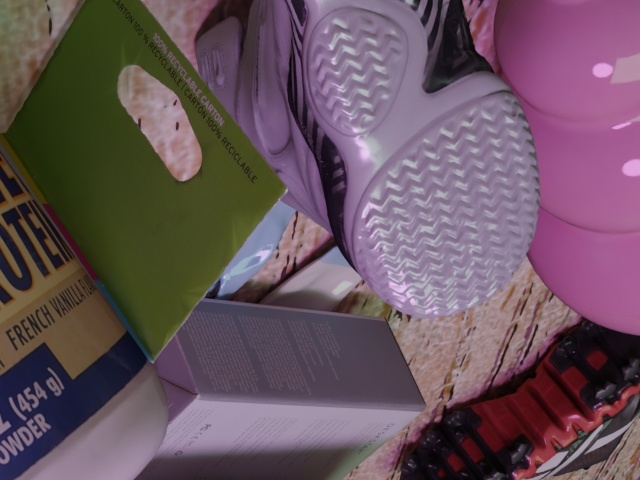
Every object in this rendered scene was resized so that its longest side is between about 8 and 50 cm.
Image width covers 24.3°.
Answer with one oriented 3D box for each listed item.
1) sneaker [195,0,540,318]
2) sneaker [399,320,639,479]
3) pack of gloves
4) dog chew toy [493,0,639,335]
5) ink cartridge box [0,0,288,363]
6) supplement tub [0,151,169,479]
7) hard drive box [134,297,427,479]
[{"bbox_3d":[0.002,-0.149,0.801,0.137,0.210,0.365,-19,110,-20],"label":"sneaker"},{"bbox_3d":[0.202,0.187,1.408,0.276,0.097,0.135,-36,144,2],"label":"sneaker"},{"bbox_3d":[0.000,0.000,1.060,0.232,0.046,0.195,-47,144,21],"label":"pack of gloves"},{"bbox_3d":[0.210,-0.078,1.005,0.207,0.206,0.332,-33,138,2],"label":"dog chew toy"},{"bbox_3d":[-0.164,-0.001,0.789,0.097,0.189,0.255,2,134,-52],"label":"ink cartridge box"},{"bbox_3d":[-0.234,0.013,0.602,0.228,0.316,0.228,-35,-175,3],"label":"supplement tub"},{"bbox_3d":[-0.067,0.135,1.116,0.232,0.089,0.181,10,136,-45],"label":"hard drive box"}]
